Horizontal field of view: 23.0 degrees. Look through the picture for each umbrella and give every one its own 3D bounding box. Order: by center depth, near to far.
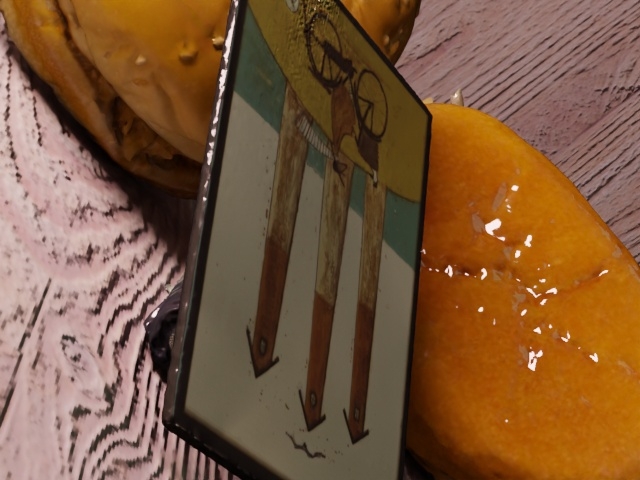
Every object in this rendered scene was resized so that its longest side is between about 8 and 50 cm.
[{"bbox_3d":[-0.065,0.037,0.906,0.188,0.046,0.050,-77,156,-78],"label":"umbrella"}]

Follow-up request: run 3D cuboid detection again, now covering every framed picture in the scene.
[{"bbox_3d":[0.000,0.000,0.909,0.244,0.013,0.324,44,45,-49],"label":"framed picture"}]

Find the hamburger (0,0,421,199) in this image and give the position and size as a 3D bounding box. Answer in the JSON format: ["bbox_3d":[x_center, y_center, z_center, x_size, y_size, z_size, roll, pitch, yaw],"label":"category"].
[{"bbox_3d":[-0.072,-0.180,1.032,0.318,0.158,0.319,19,63,-43],"label":"hamburger"}]

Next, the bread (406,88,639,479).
[{"bbox_3d":[0.132,0.067,1.203,0.388,0.236,0.183,49,-8,26],"label":"bread"}]
